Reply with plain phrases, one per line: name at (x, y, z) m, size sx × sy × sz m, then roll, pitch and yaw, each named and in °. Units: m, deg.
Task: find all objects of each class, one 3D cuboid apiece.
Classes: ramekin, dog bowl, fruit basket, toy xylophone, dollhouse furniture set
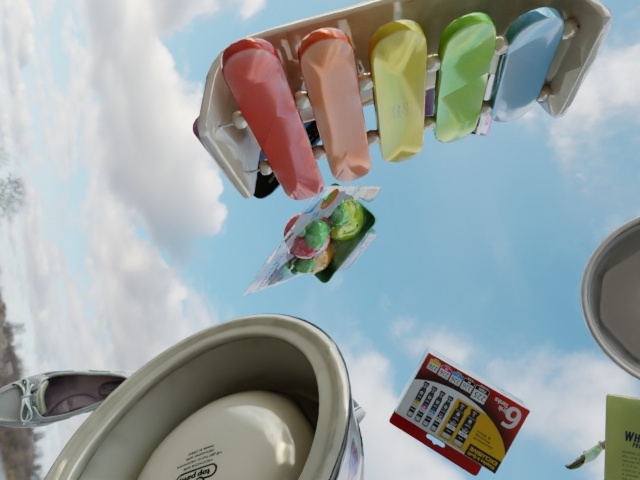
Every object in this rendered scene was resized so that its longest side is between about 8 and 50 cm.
ramekin at (0.421, 0.072, 0.540) m, size 0.207 × 0.109 × 0.207 m, roll -5°, pitch -102°, yaw 25°
dog bowl at (-0.127, 0.281, 0.550) m, size 0.408 × 0.408 × 0.150 m, roll 10°, pitch -46°, yaw 50°
fruit basket at (0.000, 0.000, 1.117) m, size 0.165 × 0.353 × 0.327 m, roll 42°, pitch -67°, yaw 12°
toy xylophone at (0.048, -0.139, 0.361) m, size 0.323 × 0.236 × 0.081 m, roll -18°, pitch -115°, yaw 12°
dollhouse furniture set at (0.553, 0.416, 0.878) m, size 0.058 × 0.076 × 0.151 m, roll 55°, pitch -39°, yaw 34°

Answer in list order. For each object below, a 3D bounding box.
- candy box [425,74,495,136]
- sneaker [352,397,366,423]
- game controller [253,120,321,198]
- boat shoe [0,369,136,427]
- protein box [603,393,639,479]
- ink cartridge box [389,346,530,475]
candy box at (0.285, -0.323, 1.005) m, size 0.196 × 0.070 × 0.164 m, roll 22°, pitch -72°, yaw 39°
sneaker at (-0.018, 0.593, 1.395) m, size 0.127 × 0.321 × 0.126 m, roll 43°, pitch -19°, yaw 29°
game controller at (-0.078, -0.227, 0.957) m, size 0.319 × 0.067 × 0.166 m, roll -42°, pitch -123°, yaw 40°
boat shoe at (-0.560, 0.337, 1.003) m, size 0.103 × 0.321 × 0.118 m, roll 103°, pitch -18°, yaw -65°
protein box at (0.466, 0.322, 0.555) m, size 0.200 × 0.136 × 0.201 m, roll -4°, pitch -129°, yaw 37°
ink cartridge box at (0.388, 0.512, 1.332) m, size 0.310 × 0.130 × 0.271 m, roll 28°, pitch -89°, yaw 14°
